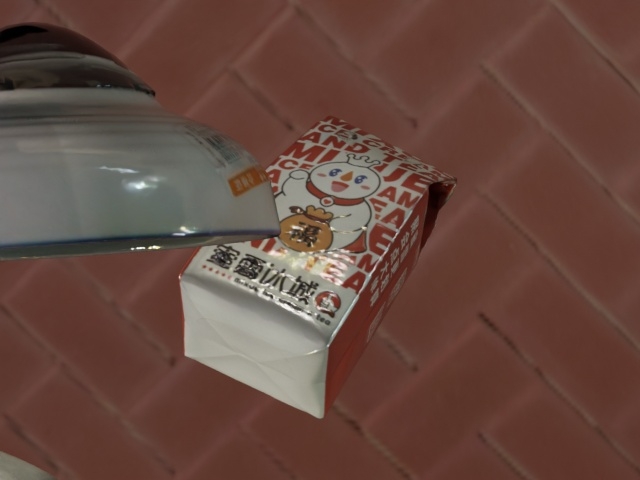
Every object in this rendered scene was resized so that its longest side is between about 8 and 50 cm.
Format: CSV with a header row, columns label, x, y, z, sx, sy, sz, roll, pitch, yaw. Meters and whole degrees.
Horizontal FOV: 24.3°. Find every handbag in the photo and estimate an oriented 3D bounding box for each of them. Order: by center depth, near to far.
label,x,y,z,sx,sy,sz,roll,pitch,yaw
handbag,0.000,0.000,1.441,0.171,0.298,0.151,24,148,14

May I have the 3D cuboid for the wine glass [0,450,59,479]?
label,x,y,z,sx,sy,sz,roll,pitch,yaw
wine glass,-0.304,0.336,1.674,0.241,0.126,0.126,32,105,4

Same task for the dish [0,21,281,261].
label,x,y,z,sx,sy,sz,roll,pitch,yaw
dish,-0.163,-0.056,0.843,0.273,0.273,0.133,-5,87,8
